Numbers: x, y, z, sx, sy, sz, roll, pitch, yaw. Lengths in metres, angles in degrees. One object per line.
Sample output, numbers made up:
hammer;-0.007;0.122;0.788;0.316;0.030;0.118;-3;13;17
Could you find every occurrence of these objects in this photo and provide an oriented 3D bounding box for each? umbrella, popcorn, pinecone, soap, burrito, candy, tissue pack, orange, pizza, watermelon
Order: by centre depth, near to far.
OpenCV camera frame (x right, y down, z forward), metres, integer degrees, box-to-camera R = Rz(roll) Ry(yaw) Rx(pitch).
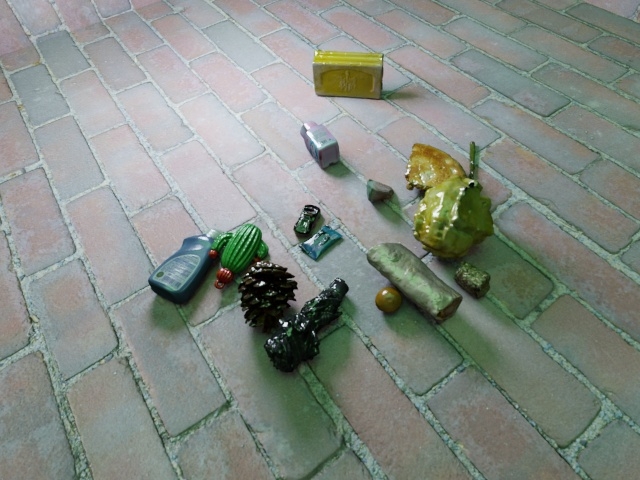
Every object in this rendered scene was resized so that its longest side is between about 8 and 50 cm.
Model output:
umbrella;-0.014;0.247;1.237;0.128;0.154;0.337;4;26;45
pinecone;-0.161;0.165;1.259;0.179;0.184;0.204;-7;60;21
orange;0.208;0.182;1.285;0.085;0.085;0.085;-2;54;3
burrito;0.285;0.117;1.290;0.299;0.105;0.143;43;30;27
candy;0.468;0.120;1.300;0.110;0.095;0.085;31;66;29
popcorn;0.434;-0.074;1.371;0.252;0.215;0.286;14;71;11
tissue pack;0.000;0.000;1.465;0.085;0.028;0.138;38;68;26
watermelon;0.209;-0.181;1.542;0.094;0.081;0.180;2;15;29
pizza;0.412;-0.246;1.578;0.226;0.086;0.335;-27;55;-10
soap;0.124;-0.741;1.893;0.315;0.199;0.091;7;59;8

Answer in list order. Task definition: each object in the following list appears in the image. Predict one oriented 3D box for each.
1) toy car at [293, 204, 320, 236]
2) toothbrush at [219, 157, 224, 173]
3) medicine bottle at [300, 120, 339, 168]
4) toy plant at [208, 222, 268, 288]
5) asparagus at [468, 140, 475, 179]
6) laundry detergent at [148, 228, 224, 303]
toy car;-0.047;-0.077;1.506;0.069;0.055;0.142;17;58;11
toothbrush;-0.406;-0.309;1.729;0.006;0.008;0.096;-8;52;-19
medicine bottle;-0.006;-0.394;1.693;0.095;0.119;0.188;-27;57;-10
toy plant;-0.286;0.040;1.408;0.240;0.088;0.154;-35;88;-28
asparagus;0.588;-0.300;1.642;0.025;0.024;0.248;-22;40;44
laundry detergent;-0.430;0.070;1.410;0.144;0.094;0.289;21;55;20
